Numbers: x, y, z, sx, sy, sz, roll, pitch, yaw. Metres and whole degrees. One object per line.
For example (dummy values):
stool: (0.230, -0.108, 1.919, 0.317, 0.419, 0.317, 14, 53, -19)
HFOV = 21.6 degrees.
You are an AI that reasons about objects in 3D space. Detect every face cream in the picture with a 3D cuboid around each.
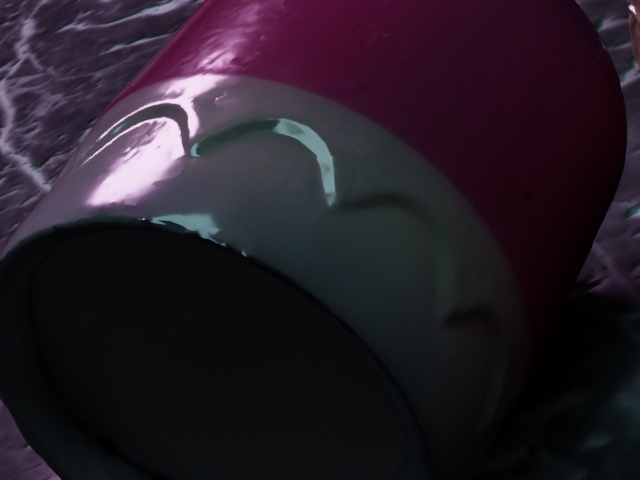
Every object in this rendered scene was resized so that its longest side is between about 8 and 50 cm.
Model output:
face cream: (0.000, 0.000, 0.593, 0.175, 0.175, 0.195, -1, 38, 32)

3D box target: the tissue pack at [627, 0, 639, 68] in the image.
tissue pack: (0.291, -0.126, 0.499, 0.381, 0.228, 0.293, -12, 21, 6)
